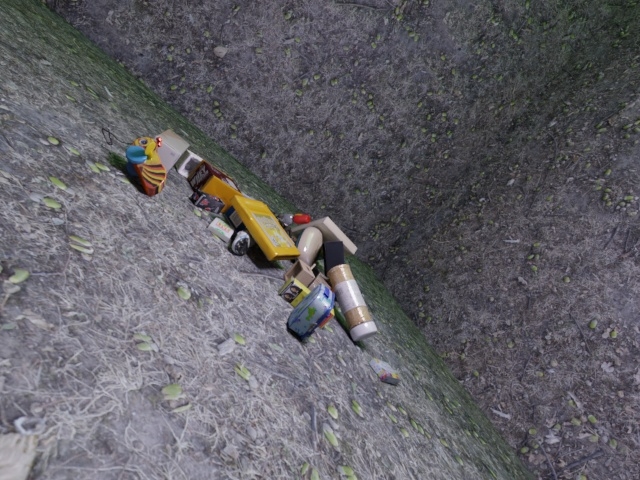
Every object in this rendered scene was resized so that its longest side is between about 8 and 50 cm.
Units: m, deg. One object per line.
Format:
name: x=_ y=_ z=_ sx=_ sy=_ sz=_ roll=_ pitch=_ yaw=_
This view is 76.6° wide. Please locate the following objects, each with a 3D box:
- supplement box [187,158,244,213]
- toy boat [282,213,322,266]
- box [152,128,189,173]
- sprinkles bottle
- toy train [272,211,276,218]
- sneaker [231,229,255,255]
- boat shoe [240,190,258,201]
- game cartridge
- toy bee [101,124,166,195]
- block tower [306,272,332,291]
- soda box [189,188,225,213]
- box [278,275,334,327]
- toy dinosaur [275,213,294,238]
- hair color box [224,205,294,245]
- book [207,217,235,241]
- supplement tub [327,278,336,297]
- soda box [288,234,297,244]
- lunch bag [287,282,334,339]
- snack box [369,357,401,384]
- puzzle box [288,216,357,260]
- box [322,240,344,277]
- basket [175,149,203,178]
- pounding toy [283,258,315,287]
supplement box: x=-0.508 y=-0.256 z=1.956 sx=0.191 sy=0.129 sz=0.194 roll=34 pitch=12 yaw=-45
toy boat: x=-0.098 y=-0.018 z=2.201 sx=0.267 sy=0.148 sz=0.318 roll=-62 pitch=146 yaw=-44
box: x=-0.676 y=-0.381 z=1.763 sx=0.121 sy=0.148 sz=0.311 roll=39 pitch=8 yaw=-21
sprinkles bottle: x=0.145 y=0.289 z=1.909 sx=0.121 sy=0.121 sz=0.355 roll=29 pitch=35 yaw=-59
toy train: x=-0.318 y=-0.163 z=2.755 sx=0.036 sy=0.027 sz=0.158 roll=52 pitch=5 yaw=-15
sneaker: x=-0.330 y=0.004 z=1.686 sx=0.086 sy=0.085 sz=0.237 roll=17 pitch=12 yaw=3
boat shoe: x=-0.387 y=-0.190 z=2.219 sx=0.335 sy=0.121 sz=0.119 roll=42 pitch=9 yaw=2
game cartridge: x=-0.239 y=-0.053 z=1.810 sx=0.323 sy=0.053 sz=0.285 roll=56 pitch=14 yaw=11
toy bee: x=-0.627 y=-0.314 z=1.464 sx=0.195 sy=0.162 sz=0.298 roll=-16 pitch=-76 yaw=56
block tower: x=-0.016 y=0.233 z=1.894 sx=0.091 sy=0.097 sz=0.335 roll=43 pitch=9 yaw=1
soda box: x=-0.500 y=-0.172 z=1.803 sx=0.053 sy=0.060 sz=0.169 roll=45 pitch=9 yaw=22
box: x=-0.056 y=0.251 z=1.643 sx=0.232 sy=0.087 sz=0.058 roll=42 pitch=10 yaw=-14
toy dinosaur: x=-0.217 y=-0.092 z=2.354 sx=0.121 sy=0.160 sz=0.313 roll=-4 pitch=15 yaw=-6
hair color box: x=-0.294 y=-0.052 z=1.999 sx=0.174 sy=0.105 sz=0.347 roll=51 pitch=12 yaw=35
book: x=-0.413 y=-0.045 z=1.684 sx=0.096 sy=0.035 sz=0.144 roll=37 pitch=11 yaw=-13
supplement tub: x=0.102 y=0.260 z=2.230 sx=0.117 sy=0.117 sz=0.190 roll=47 pitch=9 yaw=27
soda box: x=-0.148 y=0.040 z=2.374 sx=0.058 sy=0.061 sz=0.181 roll=35 pitch=11 yaw=-43
lunch bag: x=-0.027 y=0.248 z=1.465 sx=0.090 sy=0.176 sz=0.219 roll=42 pitch=7 yaw=-3
snack box: x=0.281 y=0.569 z=1.760 sx=0.141 sy=0.037 sz=0.100 roll=34 pitch=10 yaw=-46
puzzle box: x=0.000 y=0.000 z=2.441 sx=0.272 sy=0.052 sz=0.409 roll=45 pitch=-30 yaw=-21
box: x=0.068 y=0.100 z=2.169 sx=0.261 sy=0.103 sz=0.184 roll=128 pitch=-45 yaw=-87
basket: x=-0.624 y=-0.359 z=2.017 sx=0.167 sy=0.113 sz=0.103 roll=34 pitch=8 yaw=-45
pounding toy: x=-0.084 y=0.157 z=1.834 sx=0.100 sy=0.130 sz=0.141 roll=39 pitch=9 yaw=-25
